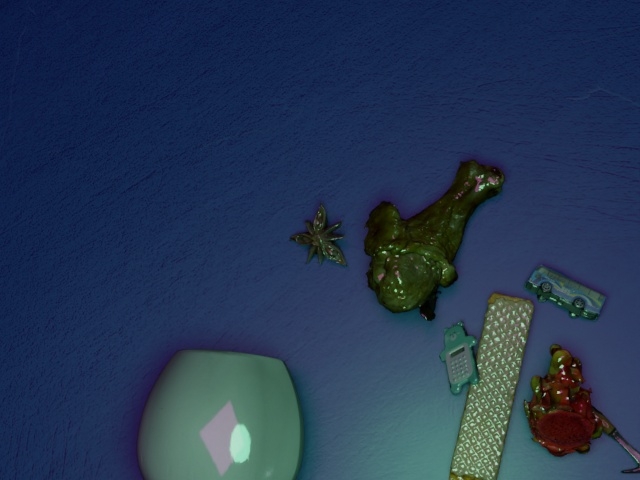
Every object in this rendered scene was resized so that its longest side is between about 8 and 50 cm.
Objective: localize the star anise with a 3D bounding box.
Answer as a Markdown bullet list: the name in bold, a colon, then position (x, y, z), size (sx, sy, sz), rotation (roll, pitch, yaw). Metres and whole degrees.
- **star anise**: position (0.010, 0.005, 1.988), size (0.129, 0.056, 0.124), rotation (46, 111, 12)

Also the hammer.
- **hammer**: position (0.539, 0.356, 1.829), size (0.078, 0.021, 0.201), rotation (-44, 73, -4)

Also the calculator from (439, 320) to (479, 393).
- **calculator**: position (0.268, 0.223, 1.878), size (0.094, 0.019, 0.141), rotation (-36, 46, 36)

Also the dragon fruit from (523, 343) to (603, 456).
- **dragon fruit**: position (0.444, 0.294, 1.795), size (0.133, 0.150, 0.207), rotation (-2, 81, 1)

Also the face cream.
- **face cream**: position (-0.190, 0.391, 1.827), size (0.313, 0.219, 0.356), rotation (4, 77, 9)

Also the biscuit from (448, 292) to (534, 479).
- **biscuit**: position (0.327, 0.289, 1.862), size (0.094, 0.054, 0.378), rotation (13, 78, 12)

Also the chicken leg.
- **chicken leg**: position (0.202, -0.021, 1.929), size (0.212, 0.140, 0.361), rotation (31, 70, -6)

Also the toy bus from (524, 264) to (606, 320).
- **toy bus**: position (0.476, 0.103, 1.894), size (0.153, 0.051, 0.061), rotation (28, 68, 15)
